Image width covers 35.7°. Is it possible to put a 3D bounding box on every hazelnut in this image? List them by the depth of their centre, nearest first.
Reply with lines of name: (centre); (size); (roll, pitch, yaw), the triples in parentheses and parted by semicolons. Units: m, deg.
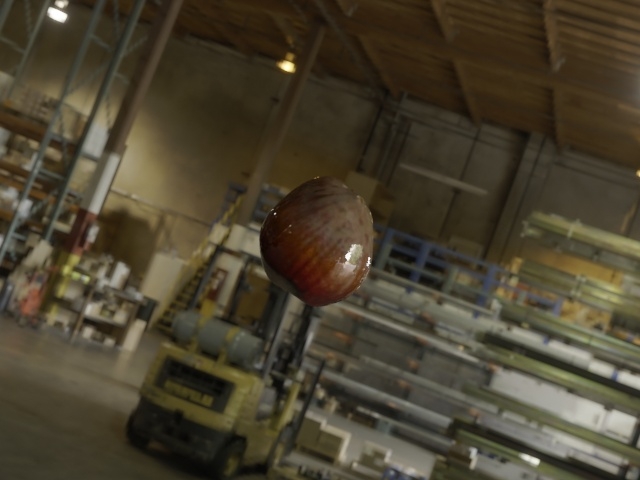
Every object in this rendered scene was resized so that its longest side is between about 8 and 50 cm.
hazelnut: (0.000, 0.000, 0.651); (0.086, 0.086, 0.086); (21, -4, 2)
